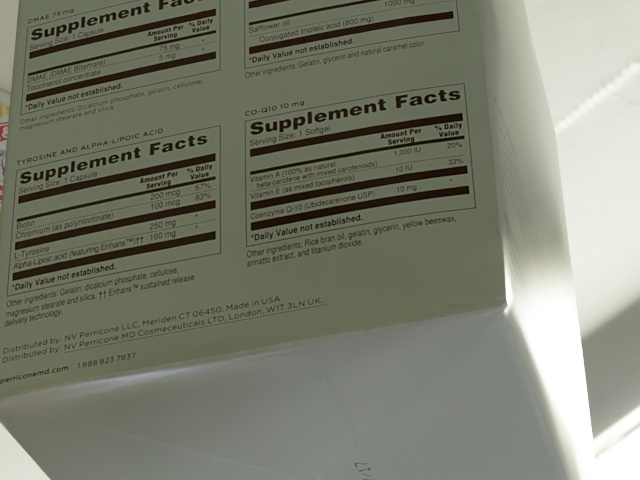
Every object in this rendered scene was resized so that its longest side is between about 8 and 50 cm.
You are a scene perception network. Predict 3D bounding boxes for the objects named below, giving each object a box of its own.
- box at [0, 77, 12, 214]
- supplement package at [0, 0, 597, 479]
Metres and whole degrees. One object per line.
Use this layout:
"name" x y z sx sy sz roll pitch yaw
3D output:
"box" -0.103 0.006 0.960 0.203 0.103 0.114 24 -86 -9
"supplement package" 0.000 0.000 0.624 0.149 0.194 0.203 -10 -127 11
